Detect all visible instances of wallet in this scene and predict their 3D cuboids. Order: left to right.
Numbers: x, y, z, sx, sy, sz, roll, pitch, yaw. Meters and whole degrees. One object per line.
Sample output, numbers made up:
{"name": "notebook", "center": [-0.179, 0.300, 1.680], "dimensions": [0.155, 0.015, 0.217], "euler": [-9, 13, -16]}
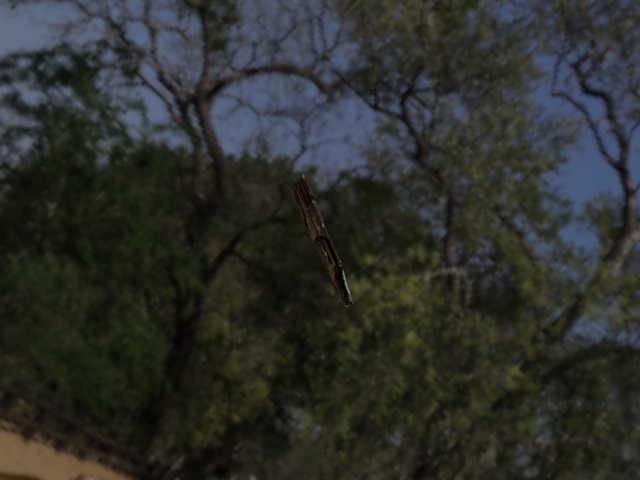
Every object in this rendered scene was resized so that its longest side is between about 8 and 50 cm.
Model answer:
{"name": "wallet", "center": [0.000, 0.000, 2.048], "dimensions": [0.122, 0.031, 0.232], "euler": [73, -5, -50]}
